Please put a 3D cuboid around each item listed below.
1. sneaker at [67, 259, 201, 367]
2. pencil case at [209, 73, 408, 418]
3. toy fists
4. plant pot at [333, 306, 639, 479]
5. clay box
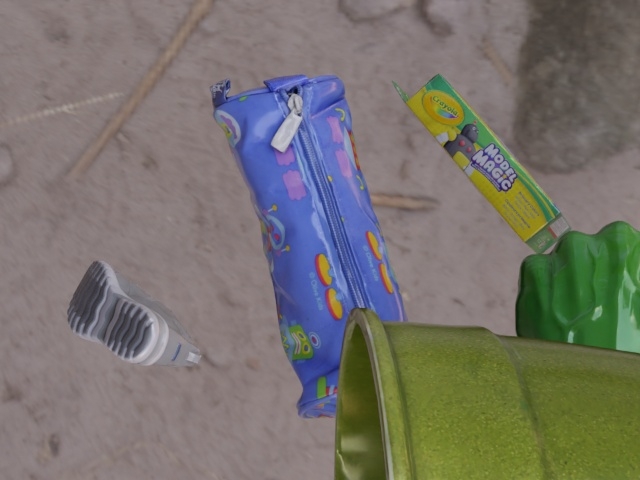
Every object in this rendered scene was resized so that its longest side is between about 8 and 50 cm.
[{"bbox_3d":[-0.266,0.118,1.952,0.115,0.281,0.105,28,95,-36],"label":"sneaker"},{"bbox_3d":[0.000,0.000,1.193,0.119,0.133,0.306,-15,83,-8],"label":"pencil case"},{"bbox_3d":[0.286,0.063,1.061,0.279,0.096,0.142,3,74,1],"label":"toy fists"},{"bbox_3d":[0.195,0.216,0.745,0.352,0.366,0.367,-1,102,-3],"label":"plant pot"},{"bbox_3d":[0.168,-0.088,1.449,0.053,0.127,0.222,-40,75,7],"label":"clay box"}]
